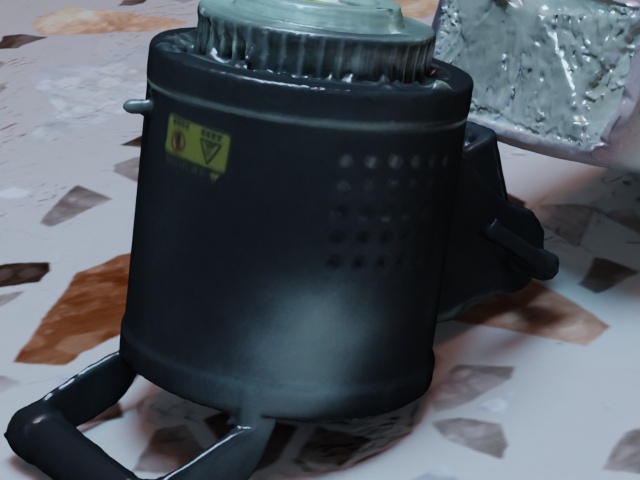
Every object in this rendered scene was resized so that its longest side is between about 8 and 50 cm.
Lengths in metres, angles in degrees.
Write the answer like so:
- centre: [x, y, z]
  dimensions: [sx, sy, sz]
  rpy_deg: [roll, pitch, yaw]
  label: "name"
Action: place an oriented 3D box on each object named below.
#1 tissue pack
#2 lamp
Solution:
- centre: [0.230, -0.110, 1.296]
  dimensions: [0.271, 0.124, 0.201]
  rpy_deg: [8, 7, -42]
  label: "tissue pack"
- centre: [-0.026, -0.024, 1.144]
  dimensions: [0.374, 0.272, 0.205]
  rpy_deg: [-25, 29, -28]
  label: "lamp"
